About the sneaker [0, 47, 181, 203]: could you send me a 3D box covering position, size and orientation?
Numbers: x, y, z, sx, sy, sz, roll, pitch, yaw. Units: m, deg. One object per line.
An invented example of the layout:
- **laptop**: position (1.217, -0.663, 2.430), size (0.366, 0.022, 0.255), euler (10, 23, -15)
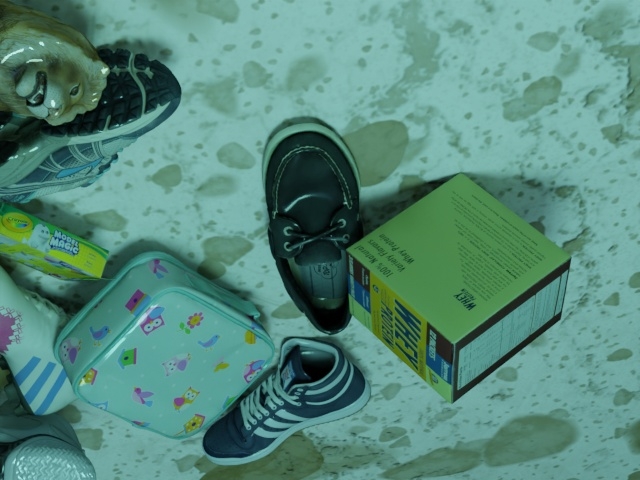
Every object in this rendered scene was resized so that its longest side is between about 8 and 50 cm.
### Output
- **sneaker**: position (-0.272, -0.122, 1.253), size (0.283, 0.110, 0.122), euler (-18, 151, 18)

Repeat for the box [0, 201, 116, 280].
- **box**: position (-0.346, 0.008, 1.375), size (0.179, 0.043, 0.105), euler (31, 157, -37)

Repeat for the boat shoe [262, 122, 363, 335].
- **boat shoe**: position (-0.004, 0.001, 1.429), size (0.127, 0.113, 0.340), euler (-6, 139, -5)

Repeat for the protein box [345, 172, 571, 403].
- **protein box**: position (0.173, 0.058, 1.417), size (0.201, 0.200, 0.136), euler (-33, 145, -22)

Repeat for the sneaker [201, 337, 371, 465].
- **sneaker**: position (-0.072, 0.244, 1.700), size (0.282, 0.099, 0.153), euler (-24, 143, 3)

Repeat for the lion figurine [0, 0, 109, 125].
- **lion figurine**: position (-0.426, -0.146, 1.169), size (0.392, 0.142, 0.240), euler (-23, 148, 34)

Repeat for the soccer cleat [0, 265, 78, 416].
- **soccer cleat**: position (-0.382, 0.117, 1.491), size (0.143, 0.116, 0.331), euler (-20, 144, -12)

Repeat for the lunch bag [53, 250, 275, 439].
- **lunch bag**: position (-0.202, 0.144, 1.510), size (0.224, 0.108, 0.279), euler (-48, 141, 4)

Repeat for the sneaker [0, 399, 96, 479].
- **sneaker**: position (-0.500, 0.299, 1.572), size (0.366, 0.210, 0.137), euler (14, 93, -12)
